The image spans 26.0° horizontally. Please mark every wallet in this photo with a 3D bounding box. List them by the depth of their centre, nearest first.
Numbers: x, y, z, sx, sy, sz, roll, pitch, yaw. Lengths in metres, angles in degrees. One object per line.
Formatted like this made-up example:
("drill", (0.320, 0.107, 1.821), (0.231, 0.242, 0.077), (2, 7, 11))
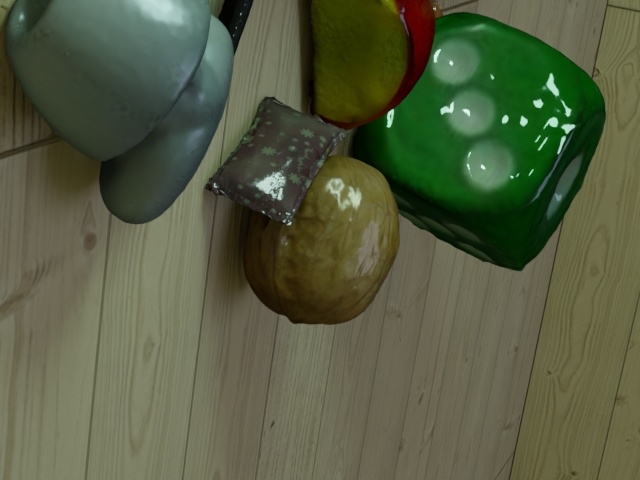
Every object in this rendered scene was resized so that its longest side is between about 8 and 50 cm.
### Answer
("wallet", (-0.111, -0.190, 1.467), (0.244, 0.025, 0.124), (-69, -166, -17))

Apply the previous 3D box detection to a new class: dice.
("dice", (0.243, -0.146, 2.099), (0.297, 0.300, 0.287), (-59, 160, -7))

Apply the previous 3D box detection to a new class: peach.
("peach", (0.072, -0.260, 1.819), (0.159, 0.154, 0.267), (-55, 152, -47))

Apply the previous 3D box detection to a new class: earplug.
("earplug", (-0.170, -0.142, 1.254), (0.325, 0.175, 0.214), (75, 30, -72))

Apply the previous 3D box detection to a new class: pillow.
("pillow", (-0.050, -0.102, 1.666), (0.185, 0.118, 0.043), (-62, 176, -41))

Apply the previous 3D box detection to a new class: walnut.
("walnut", (0.000, 0.000, 1.752), (0.222, 0.195, 0.195), (-71, 160, -4))

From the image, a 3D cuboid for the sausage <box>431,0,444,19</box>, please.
("sausage", (0.178, -0.327, 2.192), (0.169, 0.065, 0.065), (49, 58, -67))
